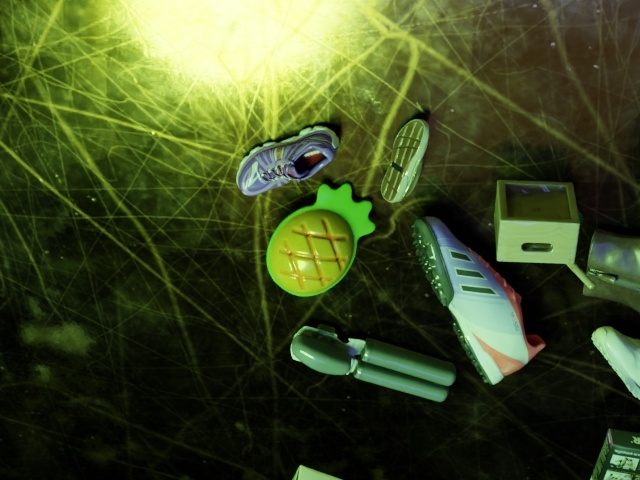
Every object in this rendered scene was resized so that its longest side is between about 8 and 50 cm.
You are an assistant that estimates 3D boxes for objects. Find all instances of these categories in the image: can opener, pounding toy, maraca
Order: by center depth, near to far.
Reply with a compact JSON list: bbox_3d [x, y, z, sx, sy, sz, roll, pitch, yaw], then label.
[{"bbox_3d":[0.324,-0.010,1.635,0.141,0.130,0.100,3,125,5],"label":"pounding toy"},{"bbox_3d":[0.000,0.000,1.705,0.127,0.099,0.186,38,95,-16],"label":"maraca"},{"bbox_3d":[0.082,0.207,1.844,0.280,0.093,0.074,15,124,-10],"label":"can opener"}]

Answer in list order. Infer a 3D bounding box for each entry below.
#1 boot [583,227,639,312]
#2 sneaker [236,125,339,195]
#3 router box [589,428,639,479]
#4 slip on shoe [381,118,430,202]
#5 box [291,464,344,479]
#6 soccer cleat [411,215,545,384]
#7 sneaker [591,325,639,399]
[{"bbox_3d":[0.506,0.089,1.729,0.206,0.090,0.249,7,127,16],"label":"boot"},{"bbox_3d":[-0.052,-0.110,1.646,0.169,0.071,0.068,-27,118,23],"label":"sneaker"},{"bbox_3d":[0.565,0.395,1.939,0.178,0.046,0.133,9,125,0],"label":"router box"},{"bbox_3d":[0.130,-0.115,1.642,0.041,0.051,0.135,-6,126,-39],"label":"slip on shoe"},{"bbox_3d":[0.014,0.571,2.076,0.231,0.127,0.262,20,125,-7],"label":"box"},{"bbox_3d":[0.239,0.077,1.736,0.116,0.109,0.318,-29,117,1],"label":"soccer cleat"},{"bbox_3d":[0.521,0.200,1.798,0.095,0.090,0.235,-41,116,15],"label":"sneaker"}]
